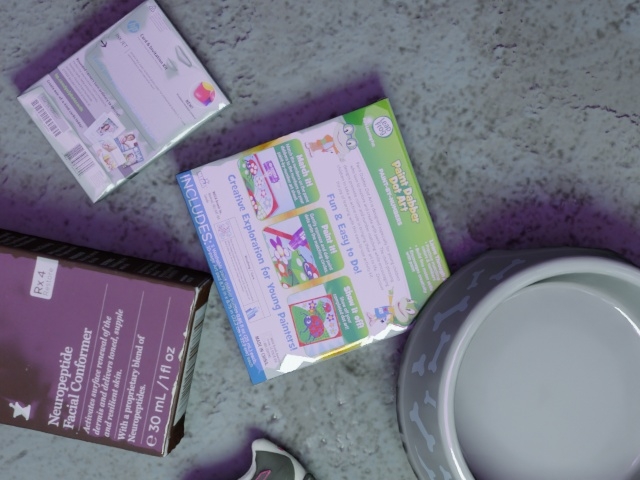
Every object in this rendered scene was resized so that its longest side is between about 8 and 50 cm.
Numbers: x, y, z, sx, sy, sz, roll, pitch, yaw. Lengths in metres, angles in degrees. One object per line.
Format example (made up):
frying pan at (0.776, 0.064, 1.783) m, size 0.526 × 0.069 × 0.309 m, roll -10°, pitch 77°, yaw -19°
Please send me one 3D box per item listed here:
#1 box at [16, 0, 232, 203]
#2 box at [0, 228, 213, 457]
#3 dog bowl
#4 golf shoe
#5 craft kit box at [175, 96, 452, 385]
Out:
box at (-0.214, -0.153, 1.550) m, size 0.186 × 0.038 × 0.145 m, roll -36°, pitch 93°, yaw 5°
box at (-0.322, 0.092, 1.524) m, size 0.381 × 0.143 × 0.191 m, roll 11°, pitch 95°, yaw 2°
dog bowl at (0.260, 0.168, 1.494) m, size 0.349 × 0.102 × 0.349 m, roll 0°, pitch 91°, yaw -10°
golf shoe at (-0.117, 0.341, 1.568) m, size 0.273 × 0.105 × 0.120 m, roll -40°, pitch 77°, yaw -2°
craft kit box at (0.000, 0.000, 1.548) m, size 0.246 × 0.061 × 0.250 m, roll -19°, pitch 94°, yaw 6°
